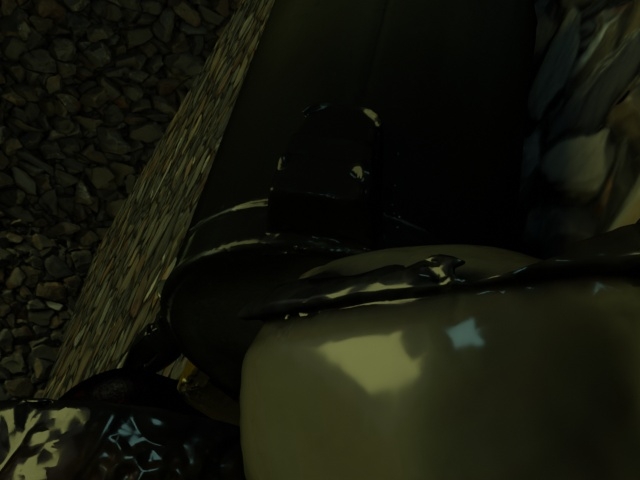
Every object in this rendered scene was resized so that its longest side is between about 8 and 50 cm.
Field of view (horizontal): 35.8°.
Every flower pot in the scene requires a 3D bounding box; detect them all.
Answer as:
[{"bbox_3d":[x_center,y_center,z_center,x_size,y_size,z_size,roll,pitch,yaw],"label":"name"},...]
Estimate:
[{"bbox_3d":[-0.134,0.263,0.640,0.266,0.266,0.267,-35,43,59],"label":"flower pot"}]

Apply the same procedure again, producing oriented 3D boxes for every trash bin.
[{"bbox_3d":[0.035,-0.055,0.658,0.252,0.202,0.302,81,-160,-51],"label":"trash bin"}]

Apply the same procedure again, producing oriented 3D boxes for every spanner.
[{"bbox_3d":[-0.120,0.055,1.076,0.325,0.095,0.040,-45,23,24],"label":"spanner"}]

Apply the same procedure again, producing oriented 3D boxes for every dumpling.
[{"bbox_3d":[0.050,0.097,0.417,0.293,0.163,0.205,-6,57,44],"label":"dumpling"}]

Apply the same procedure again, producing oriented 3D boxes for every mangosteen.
[{"bbox_3d":[-0.179,0.236,0.959,0.194,0.194,0.230,-55,45,30],"label":"mangosteen"}]

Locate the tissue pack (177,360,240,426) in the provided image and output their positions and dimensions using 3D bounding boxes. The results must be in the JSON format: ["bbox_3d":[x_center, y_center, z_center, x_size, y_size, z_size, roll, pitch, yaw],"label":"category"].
[{"bbox_3d":[-0.025,0.071,0.761,0.082,0.120,0.169,-50,13,37],"label":"tissue pack"}]
